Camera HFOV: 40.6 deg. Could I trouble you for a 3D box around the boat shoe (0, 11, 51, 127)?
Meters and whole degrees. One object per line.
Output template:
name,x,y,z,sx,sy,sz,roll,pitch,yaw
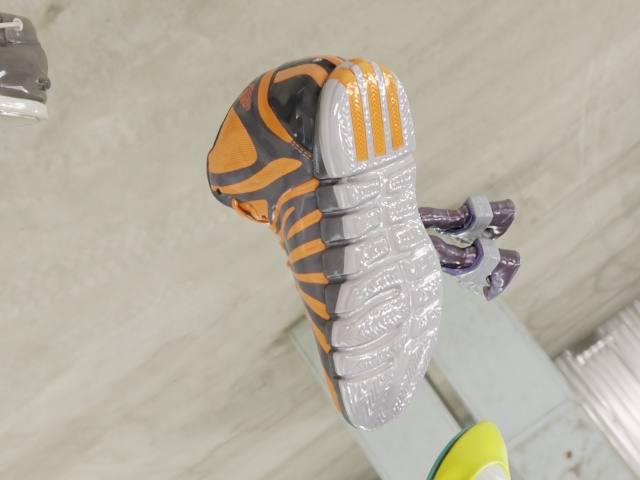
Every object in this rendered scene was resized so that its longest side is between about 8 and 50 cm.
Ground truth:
boat shoe,-0.355,-0.149,0.648,0.112,0.095,0.335,-7,175,35

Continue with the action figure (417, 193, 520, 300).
action figure,0.105,-0.008,1.035,0.285,0.185,0.099,11,143,-25

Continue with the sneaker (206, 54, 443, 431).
sneaker,0.000,0.000,0.762,0.125,0.321,0.180,-17,-162,-41

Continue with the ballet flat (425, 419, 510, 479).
ballet flat,0.091,0.214,0.602,0.077,0.077,0.231,4,-150,43
